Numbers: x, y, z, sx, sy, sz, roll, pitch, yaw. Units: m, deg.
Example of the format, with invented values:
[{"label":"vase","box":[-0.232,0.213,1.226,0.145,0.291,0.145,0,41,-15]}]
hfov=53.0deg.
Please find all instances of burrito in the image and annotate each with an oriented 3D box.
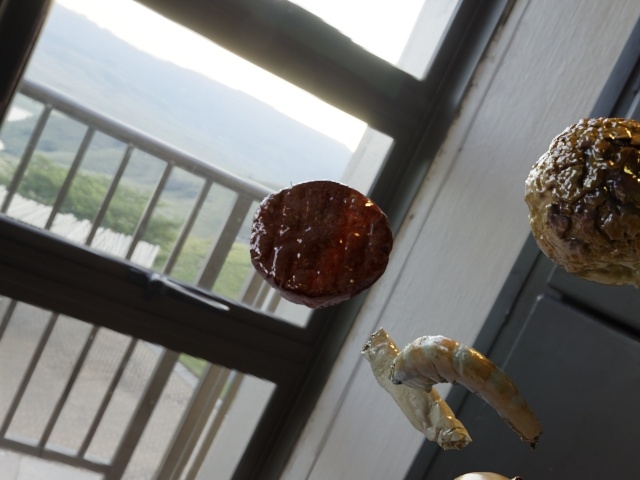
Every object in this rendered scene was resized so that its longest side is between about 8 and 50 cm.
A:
[{"label":"burrito","box":[0.252,0.419,1.770,0.392,0.117,0.076,50,17,21]}]

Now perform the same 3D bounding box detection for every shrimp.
[{"label":"shrimp","box":[0.248,0.239,1.097,0.287,0.068,0.185,20,-36,25]}]

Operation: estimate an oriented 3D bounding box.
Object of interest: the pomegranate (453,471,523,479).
[{"label":"pomegranate","box":[0.335,0.572,1.266,0.233,0.233,0.233,26,4,-2]}]

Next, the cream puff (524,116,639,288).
[{"label":"cream puff","box":[0.552,-0.070,1.161,0.343,0.327,0.231,48,-19,14]}]

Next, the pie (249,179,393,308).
[{"label":"pie","box":[0.000,0.000,0.805,0.182,0.182,0.050,27,-28,14]}]
